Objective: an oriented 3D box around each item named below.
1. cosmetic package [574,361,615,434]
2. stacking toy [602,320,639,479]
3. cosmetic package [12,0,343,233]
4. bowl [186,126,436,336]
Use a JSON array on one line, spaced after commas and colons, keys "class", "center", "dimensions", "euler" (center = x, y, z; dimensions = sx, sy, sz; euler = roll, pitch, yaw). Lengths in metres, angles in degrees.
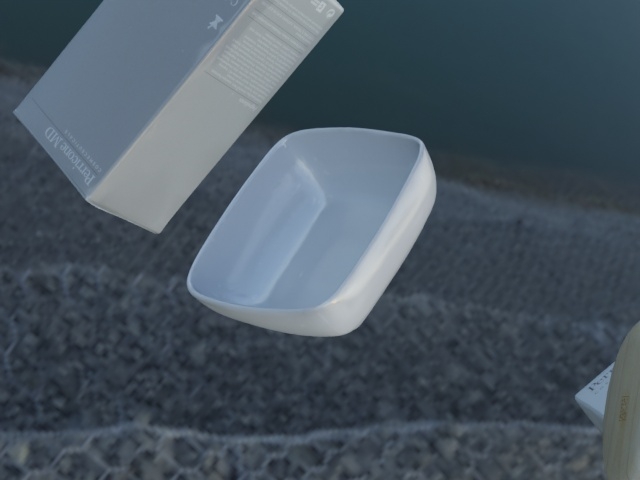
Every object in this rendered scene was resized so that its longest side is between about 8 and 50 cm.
[{"class": "cosmetic package", "center": [0.496, 0.218, 1.767], "dimensions": [0.161, 0.230, 0.453], "euler": [51, -3, -10]}, {"class": "stacking toy", "center": [0.383, 0.150, 1.095], "dimensions": [0.330, 0.141, 0.141], "euler": [10, 41, -3]}, {"class": "cosmetic package", "center": [-0.111, -0.138, 1.162], "dimensions": [0.127, 0.238, 0.107], "euler": [44, 6, 34]}, {"class": "bowl", "center": [0.000, 0.000, 0.922], "dimensions": [0.053, 0.142, 0.142], "euler": [50, 62, -36]}]
